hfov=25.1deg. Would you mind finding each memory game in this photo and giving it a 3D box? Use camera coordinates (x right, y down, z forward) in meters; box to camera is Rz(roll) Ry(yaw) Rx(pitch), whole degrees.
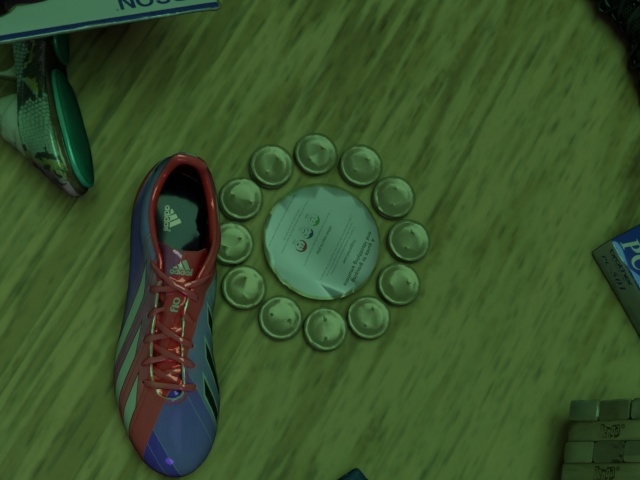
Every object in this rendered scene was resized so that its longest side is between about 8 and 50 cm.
[{"bbox_3d":[0.000,0.000,1.177,0.186,0.012,0.186,3,75,-11],"label":"memory game"}]

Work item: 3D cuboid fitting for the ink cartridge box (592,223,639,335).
[{"bbox_3d":[0.324,0.074,1.206,0.097,0.046,0.207,-27,82,-18],"label":"ink cartridge box"}]

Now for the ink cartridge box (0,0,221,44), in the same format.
[{"bbox_3d":[-0.275,-0.255,1.111,0.324,0.071,0.330,-12,60,-15],"label":"ink cartridge box"}]

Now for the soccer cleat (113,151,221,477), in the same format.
[{"bbox_3d":[-0.112,0.054,1.096,0.083,0.095,0.248,4,75,-11],"label":"soccer cleat"}]

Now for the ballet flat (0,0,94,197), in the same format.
[{"bbox_3d":[-0.230,-0.131,1.140,0.079,0.077,0.221,-12,73,5],"label":"ballet flat"}]

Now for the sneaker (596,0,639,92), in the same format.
[{"bbox_3d":[0.285,-0.192,1.245,0.227,0.087,0.130,32,65,-8],"label":"sneaker"}]

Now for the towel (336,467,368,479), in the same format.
[{"bbox_3d":[0.039,0.240,1.114,0.067,0.029,0.119,-36,85,-18],"label":"towel"}]

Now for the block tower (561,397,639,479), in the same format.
[{"bbox_3d":[0.234,0.279,1.095,0.097,0.091,0.335,25,68,-37],"label":"block tower"}]
